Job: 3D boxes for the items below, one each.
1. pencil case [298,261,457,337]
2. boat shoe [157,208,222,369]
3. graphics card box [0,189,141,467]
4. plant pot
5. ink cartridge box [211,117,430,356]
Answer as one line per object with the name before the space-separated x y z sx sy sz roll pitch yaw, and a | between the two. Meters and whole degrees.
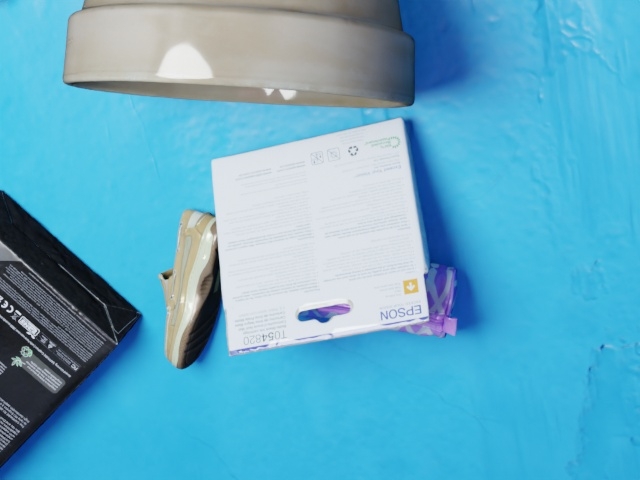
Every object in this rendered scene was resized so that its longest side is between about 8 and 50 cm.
pencil case | 0.050 0.057 1.157 0.206 0.088 0.086 5 113 9
boat shoe | -0.155 0.054 1.217 0.072 0.068 0.190 21 104 16
graphics card box | -0.423 0.145 1.283 0.233 0.094 0.371 42 113 -5
plant pot | -0.069 -0.270 0.965 0.323 0.323 0.280 3 95 10
ink cartridge box | 0.000 0.000 1.108 0.223 0.045 0.224 -10 72 15
